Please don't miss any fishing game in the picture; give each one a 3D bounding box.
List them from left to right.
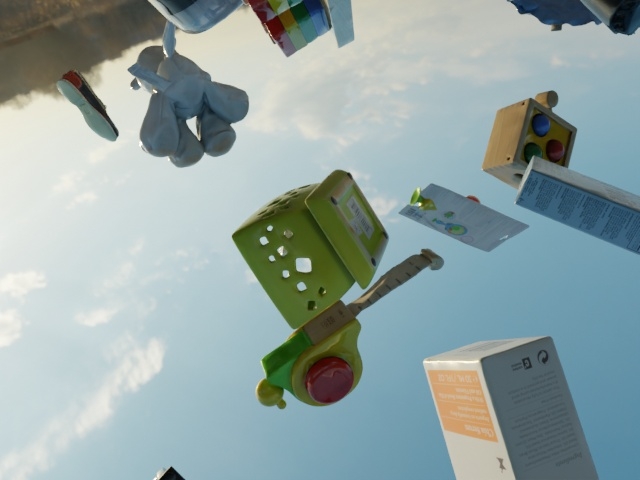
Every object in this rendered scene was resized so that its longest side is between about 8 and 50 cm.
[{"bbox_3d":[0.421,-0.419,0.922,0.263,0.041,0.189,22,-126,16],"label":"fishing game"}]

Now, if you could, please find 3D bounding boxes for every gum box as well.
[{"bbox_3d":[0.306,-0.033,0.553,0.184,0.041,0.157,26,-158,15],"label":"gum box"}]

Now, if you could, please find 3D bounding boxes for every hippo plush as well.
[{"bbox_3d":[-0.329,-0.308,1.116,0.234,0.294,0.236,-52,-131,0],"label":"hippo plush"}]

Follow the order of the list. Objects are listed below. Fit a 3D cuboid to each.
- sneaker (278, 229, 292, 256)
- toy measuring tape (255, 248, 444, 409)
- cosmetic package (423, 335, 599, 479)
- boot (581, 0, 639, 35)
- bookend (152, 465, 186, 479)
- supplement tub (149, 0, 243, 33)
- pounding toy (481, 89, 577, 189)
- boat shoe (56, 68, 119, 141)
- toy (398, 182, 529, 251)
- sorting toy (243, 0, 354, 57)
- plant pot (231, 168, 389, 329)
[{"bbox_3d":[-0.035,-0.004,1.313,0.121,0.079,0.217,15,-158,-5],"label":"sneaker"},{"bbox_3d":[0.053,0.145,0.759,0.330,0.121,0.121,-35,-151,-4],"label":"toy measuring tape"},{"bbox_3d":[0.367,0.422,0.965,0.161,0.454,0.230,-12,170,-18],"label":"cosmetic package"},{"bbox_3d":[0.253,-0.303,0.531,0.246,0.094,0.207,-14,-118,-23],"label":"boot"},{"bbox_3d":[-0.179,0.280,0.487,0.157,0.072,0.156,-45,-172,-20],"label":"bookend"},{"bbox_3d":[-0.232,-0.460,0.672,0.207,0.338,0.207,-22,-130,29],"label":"supplement tub"},{"bbox_3d":[0.422,-0.196,0.970,0.094,0.180,0.206,-5,-115,65],"label":"pounding toy"},{"bbox_3d":[-0.404,-0.237,0.923,0.049,0.137,0.043,-10,-138,30],"label":"boat shoe"},{"bbox_3d":[0.302,-0.060,1.105,0.237,0.137,0.056,19,-120,-14],"label":"toy"},{"bbox_3d":[-0.067,-0.319,0.505,0.089,0.256,0.257,-28,-176,8],"label":"sorting toy"},{"bbox_3d":[0.000,0.000,1.022,0.207,0.228,0.227,-28,-168,27],"label":"plant pot"}]
